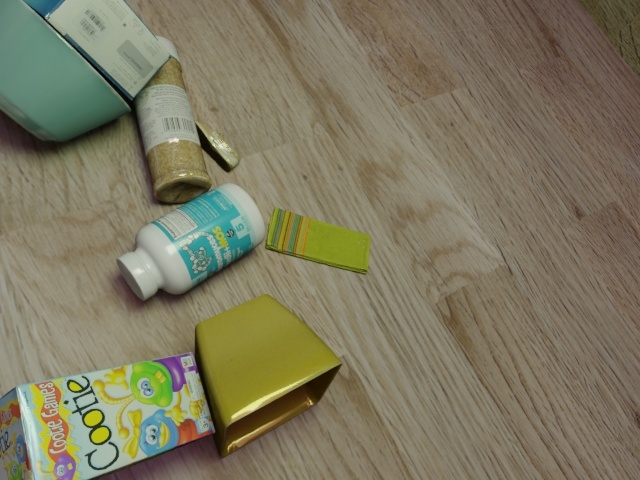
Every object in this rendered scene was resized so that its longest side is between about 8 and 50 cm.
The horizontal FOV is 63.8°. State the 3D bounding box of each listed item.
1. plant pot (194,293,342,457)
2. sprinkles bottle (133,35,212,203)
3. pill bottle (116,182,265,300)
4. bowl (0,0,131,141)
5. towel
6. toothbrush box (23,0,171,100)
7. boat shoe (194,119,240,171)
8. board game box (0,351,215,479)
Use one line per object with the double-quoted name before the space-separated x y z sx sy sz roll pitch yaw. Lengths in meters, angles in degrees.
"plant pot" -0.117 0.224 0.913 0.212 0.212 0.187 -22 63 -26
"sprinkles bottle" -0.329 -0.258 1.092 0.121 0.121 0.355 -10 71 -23
"pill bottle" -0.247 0.006 0.988 0.264 0.146 0.146 -35 82 -28
"bowl" -0.535 -0.306 0.968 0.311 0.311 0.163 43 84 3
"towel" 0.000 0.000 1.150 0.238 0.021 0.102 15 64 -13
"toothbrush box" -0.463 -0.433 0.993 0.296 0.216 0.126 39 85 31
"boat shoe" -0.234 -0.217 1.152 0.045 0.050 0.135 -42 95 -33
"board game box" -0.324 0.276 0.773 0.275 0.144 0.141 1 63 -52
